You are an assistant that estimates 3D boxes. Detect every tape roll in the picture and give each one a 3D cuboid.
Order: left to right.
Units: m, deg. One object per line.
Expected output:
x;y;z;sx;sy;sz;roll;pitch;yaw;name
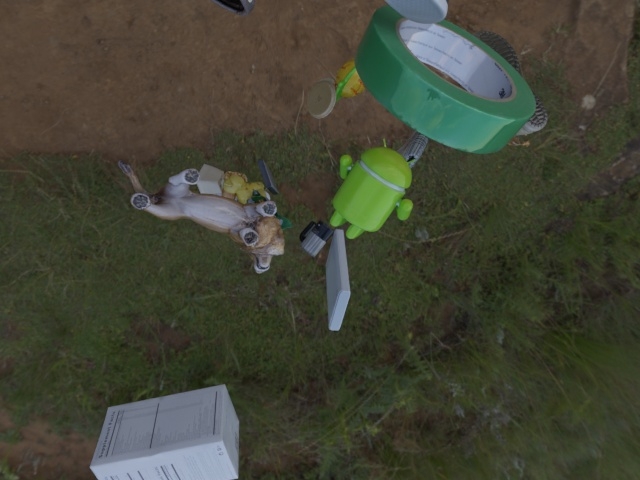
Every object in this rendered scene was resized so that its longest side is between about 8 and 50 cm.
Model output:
0.219;-0.290;0.780;0.322;0.321;0.077;17;136;-15;tape roll

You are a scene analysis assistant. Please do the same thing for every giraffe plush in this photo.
-0.307;-0.187;1.719;0.171;0.181;0.210;26;83;-22;giraffe plush

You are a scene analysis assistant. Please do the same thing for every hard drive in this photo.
-0.173;-0.207;1.468;0.022;0.135;0.094;-20;85;1;hard drive
0.058;0.134;1.575;0.040;0.307;0.202;6;131;-7;hard drive

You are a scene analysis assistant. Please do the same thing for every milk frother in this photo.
0.000;0.000;1.819;0.143;0.129;0.134;37;94;-30;milk frother

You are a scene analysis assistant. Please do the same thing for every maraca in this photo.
0.090;-0.492;1.373;0.099;0.127;0.185;39;71;6;maraca

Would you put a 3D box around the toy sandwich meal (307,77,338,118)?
0.006;-0.295;0.924;0.029;0.085;0.085;0;131;-51;toy sandwich meal

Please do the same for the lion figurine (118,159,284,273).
-0.240;-0.059;0.972;0.393;0.240;0.142;28;80;-17;lion figurine

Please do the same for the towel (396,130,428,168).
0.264;-0.273;1.422;0.056;0.312;0.324;33;147;-2;towel

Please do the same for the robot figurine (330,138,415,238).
0.059;-0.057;0.513;0.101;0.067;0.115;39;113;14;robot figurine

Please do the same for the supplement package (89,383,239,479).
-0.299;0.406;0.892;0.244;0.139;0.133;-10;122;-2;supplement package

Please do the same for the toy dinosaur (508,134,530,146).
0.625;-0.327;1.438;0.113;0.211;0.064;-6;118;-3;toy dinosaur

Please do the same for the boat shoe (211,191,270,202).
-0.367;-0.144;1.893;0.302;0.108;0.102;-14;154;-24;boat shoe

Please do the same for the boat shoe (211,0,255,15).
-0.166;-0.304;0.381;0.117;0.325;0.096;17;100;33;boat shoe

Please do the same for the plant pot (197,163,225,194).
-0.483;-0.266;1.989;0.097;0.108;0.109;7;142;13;plant pot

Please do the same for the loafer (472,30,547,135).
0.405;-0.350;1.008;0.102;0.092;0.268;-20;80;-23;loafer

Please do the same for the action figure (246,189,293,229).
-0.198;-0.109;1.525;0.137;0.232;0.063;-5;124;-25;action figure

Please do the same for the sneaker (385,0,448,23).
0.101;-0.430;0.586;0.296;0.105;0.146;12;92;-52;sneaker
